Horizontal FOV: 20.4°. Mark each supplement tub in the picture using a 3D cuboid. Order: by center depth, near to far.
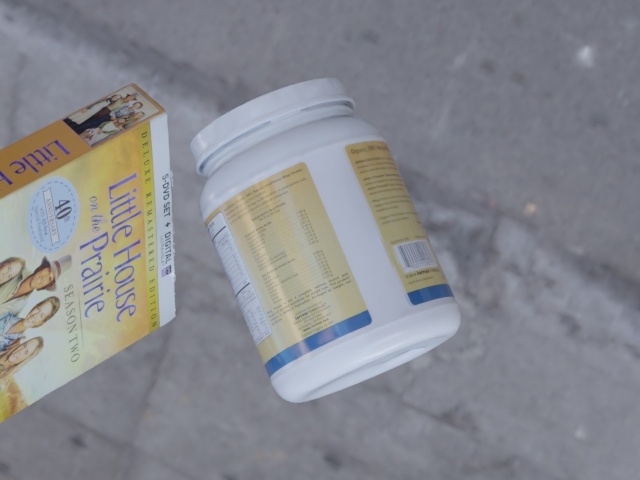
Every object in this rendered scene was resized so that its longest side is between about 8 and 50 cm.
[{"bbox_3d":[0.000,0.000,1.264,0.144,0.144,0.200,-36,74,52],"label":"supplement tub"}]

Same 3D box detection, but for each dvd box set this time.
[{"bbox_3d":[-0.324,0.060,1.702,0.062,0.420,0.308,41,146,30],"label":"dvd box set"}]
